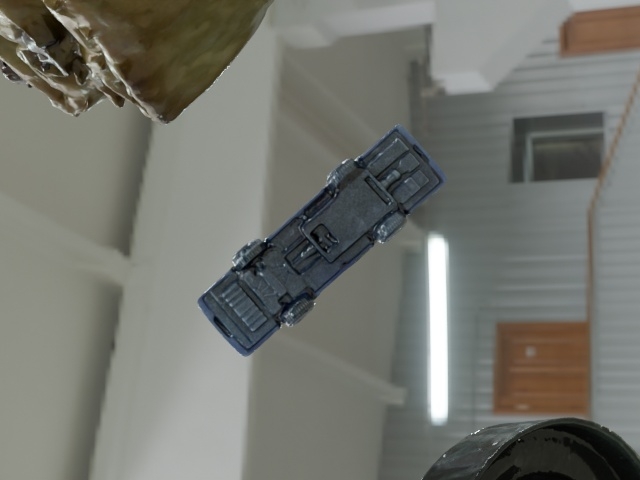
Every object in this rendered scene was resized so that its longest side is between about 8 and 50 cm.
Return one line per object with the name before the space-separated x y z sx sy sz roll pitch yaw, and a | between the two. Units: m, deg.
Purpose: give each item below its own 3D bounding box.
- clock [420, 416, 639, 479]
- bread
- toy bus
clock | 0.196 0.351 1.229 0.386 0.076 0.386 5 -98 -44
bread | -0.094 -0.233 0.858 0.191 0.370 0.314 55 -177 25
toy bus | 0.002 0.002 1.198 0.079 0.236 0.094 49 177 5
